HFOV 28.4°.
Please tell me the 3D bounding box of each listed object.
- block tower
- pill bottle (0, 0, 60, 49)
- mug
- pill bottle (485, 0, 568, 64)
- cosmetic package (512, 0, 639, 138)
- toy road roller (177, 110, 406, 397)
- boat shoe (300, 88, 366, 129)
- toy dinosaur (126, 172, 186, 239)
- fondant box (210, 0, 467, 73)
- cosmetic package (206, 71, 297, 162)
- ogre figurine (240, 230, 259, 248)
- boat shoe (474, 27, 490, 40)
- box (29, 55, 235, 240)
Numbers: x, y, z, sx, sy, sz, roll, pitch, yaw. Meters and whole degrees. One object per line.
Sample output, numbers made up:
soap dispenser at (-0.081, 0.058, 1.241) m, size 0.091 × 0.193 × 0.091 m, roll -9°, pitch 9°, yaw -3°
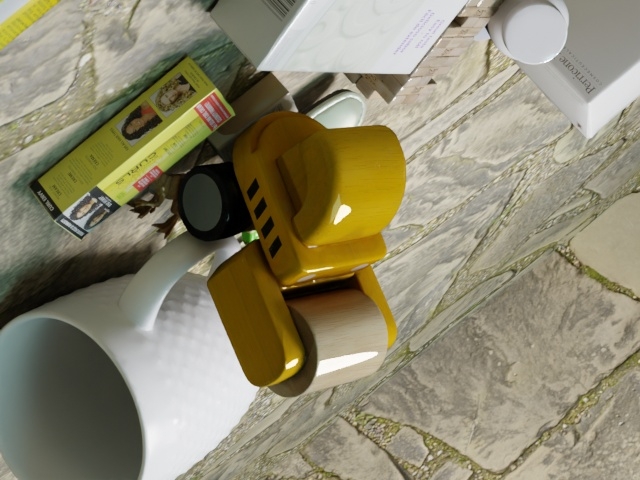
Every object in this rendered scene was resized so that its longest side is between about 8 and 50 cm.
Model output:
block tower at (0.170, -0.314, 1.618) m, size 0.097 × 0.091 × 0.335 m, roll -14°, pitch 149°, yaw -53°
pill bottle at (-0.263, -0.216, 0.988) m, size 0.208 × 0.119 × 0.119 m, roll -39°, pitch 161°, yaw -1°
mug at (-0.214, 0.140, 1.659) m, size 0.328 × 0.276 × 0.374 m, roll -25°, pitch 145°, yaw -54°
pill bottle at (0.273, -0.300, 1.690) m, size 0.108 × 0.108 × 0.180 m, roll -46°, pitch -162°, yaw 17°
cosmetic package at (0.489, -0.358, 1.959) m, size 0.365 × 0.197 × 0.155 m, roll -40°, pitch 161°, yaw -3°
toy road roller at (0.000, 0.000, 1.510) m, size 0.203 × 0.329 × 0.241 m, roll -10°, pitch 164°, yaw -46°
boat shoe at (-0.035, -0.124, 1.699) m, size 0.228 × 0.068 × 0.081 m, roll -45°, pitch 125°, yaw 8°
toy dinosaur at (-0.174, -0.063, 1.576) m, size 0.112 × 0.064 × 0.211 m, roll -49°, pitch 159°, yaw 21°
fondant box at (0.062, -0.307, 1.428) m, size 0.238 × 0.096 × 0.330 m, roll -51°, pitch 159°, yaw 27°
cosmetic package at (-0.088, -0.151, 1.573) m, size 0.115 × 0.041 × 0.060 m, roll -38°, pitch 159°, yaw -5°
ogre figurine at (-0.069, -0.008, 1.845) m, size 0.118 × 0.097 × 0.197 m, roll -13°, pitch 138°, yaw -31°
boat shoe at (0.264, -0.342, 1.802) m, size 0.142 × 0.049 × 0.040 m, roll -44°, pitch -161°, yaw 26°
box at (-0.210, -0.102, 1.427) m, size 0.232 × 0.058 × 0.087 m, roll -40°, pitch 160°, yaw -2°
